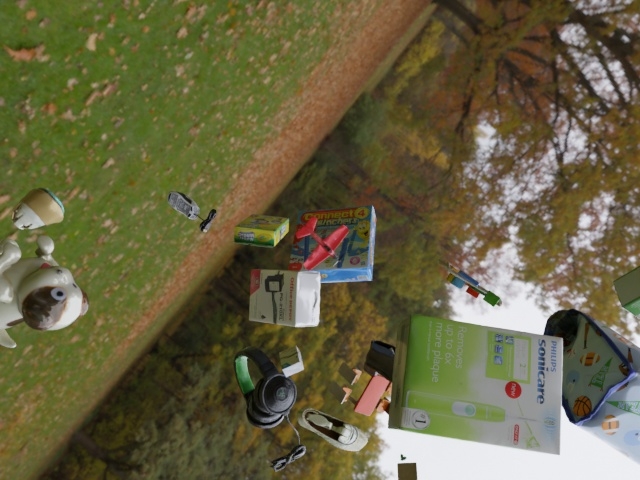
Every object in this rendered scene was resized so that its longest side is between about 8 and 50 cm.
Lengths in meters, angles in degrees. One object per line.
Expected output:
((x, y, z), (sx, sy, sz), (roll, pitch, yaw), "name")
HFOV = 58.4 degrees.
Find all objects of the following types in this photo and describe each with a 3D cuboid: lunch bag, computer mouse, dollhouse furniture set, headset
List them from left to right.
((-0.456, -0.116, 2.025), (0.042, 0.193, 0.106), (-43, 167, -52), "computer mouse")
((-0.183, 0.538, 1.865), (0.185, 0.394, 0.243), (-23, 156, -35), "headset")
((0.205, 0.493, 2.001), (0.259, 0.262, 0.135), (-62, -148, 3), "dollhouse furniture set")
((0.749, 0.366, 1.444), (0.239, 0.328, 0.385), (-52, -169, 21), "lunch bag")

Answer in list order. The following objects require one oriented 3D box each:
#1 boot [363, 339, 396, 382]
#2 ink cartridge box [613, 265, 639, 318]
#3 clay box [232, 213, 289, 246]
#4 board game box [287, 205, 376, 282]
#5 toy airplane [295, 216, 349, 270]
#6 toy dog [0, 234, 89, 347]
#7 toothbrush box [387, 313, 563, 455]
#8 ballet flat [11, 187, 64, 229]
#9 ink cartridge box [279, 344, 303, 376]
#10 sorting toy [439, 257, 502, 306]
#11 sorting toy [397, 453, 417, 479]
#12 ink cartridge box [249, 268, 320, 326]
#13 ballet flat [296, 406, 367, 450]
((0.245, 0.407, 1.893), (0.082, 0.219, 0.106), (-8, 108, -58), "boot")
((0.867, 0.141, 1.409), (0.160, 0.219, 0.092), (-43, -153, 35), "ink cartridge box")
((-0.182, -0.032, 1.769), (0.222, 0.128, 0.053), (-56, 151, -74), "clay box")
((0.050, 0.015, 2.195), (0.086, 0.308, 0.301), (69, 23, -48), "board game box")
((0.000, 0.000, 1.446), (0.151, 0.151, 0.028), (-51, -173, -2), "toy airplane")
((-0.971, 0.177, 1.861), (0.284, 0.408, 0.395), (2, 92, -68), "toy dog")
((0.281, 0.264, 1.053), (0.122, 0.283, 0.206), (107, -7, -72), "toothbrush box")
((-0.558, -0.050, 1.118), (0.073, 0.080, 0.232), (-48, -158, -25), "ballet flat")
((-0.073, 0.290, 1.401), (0.048, 0.028, 0.083), (-24, -152, 1), "ink cartridge box")
((0.433, 0.131, 1.695), (0.047, 0.196, 0.348), (-55, 178, 5), "sorting toy")
((0.259, 0.680, 1.708), (0.062, 0.012, 0.083), (-12, -121, 22), "sorting toy")
((-0.118, 0.181, 1.838), (0.237, 0.100, 0.171), (-1, -94, 46), "ink cartridge box")
((0.027, 0.406, 1.226), (0.052, 0.168, 0.057), (121, -9, -64), "ballet flat")
